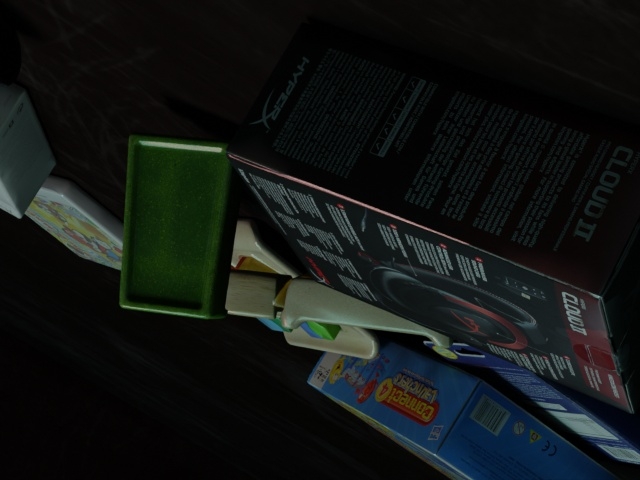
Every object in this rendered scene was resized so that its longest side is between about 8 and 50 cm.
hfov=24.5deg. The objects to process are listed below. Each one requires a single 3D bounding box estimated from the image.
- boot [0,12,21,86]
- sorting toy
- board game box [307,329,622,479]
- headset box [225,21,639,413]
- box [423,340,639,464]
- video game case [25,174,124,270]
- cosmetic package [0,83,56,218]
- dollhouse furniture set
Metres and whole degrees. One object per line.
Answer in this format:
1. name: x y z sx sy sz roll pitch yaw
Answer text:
1. boot: -0.431 -0.214 1.233 0.223 0.118 0.338 -15 150 40
2. sorting toy: -0.055 0.054 1.572 0.208 0.038 0.193 45 160 -25
3. board game box: 0.177 0.223 1.572 0.308 0.086 0.302 36 172 -24
4. headset box: 0.113 -0.006 0.972 0.293 0.110 0.218 22 164 26
5. box: 0.218 0.144 1.418 0.225 0.036 0.136 35 164 -22
6. video game case: -0.307 -0.023 1.851 0.206 0.026 0.227 15 160 43
7. cosmetic package: -0.359 -0.111 1.548 0.117 0.085 0.231 28 164 7
8. dollhouse furniture set: 0.000 0.000 1.295 0.301 0.151 0.197 6 180 16
